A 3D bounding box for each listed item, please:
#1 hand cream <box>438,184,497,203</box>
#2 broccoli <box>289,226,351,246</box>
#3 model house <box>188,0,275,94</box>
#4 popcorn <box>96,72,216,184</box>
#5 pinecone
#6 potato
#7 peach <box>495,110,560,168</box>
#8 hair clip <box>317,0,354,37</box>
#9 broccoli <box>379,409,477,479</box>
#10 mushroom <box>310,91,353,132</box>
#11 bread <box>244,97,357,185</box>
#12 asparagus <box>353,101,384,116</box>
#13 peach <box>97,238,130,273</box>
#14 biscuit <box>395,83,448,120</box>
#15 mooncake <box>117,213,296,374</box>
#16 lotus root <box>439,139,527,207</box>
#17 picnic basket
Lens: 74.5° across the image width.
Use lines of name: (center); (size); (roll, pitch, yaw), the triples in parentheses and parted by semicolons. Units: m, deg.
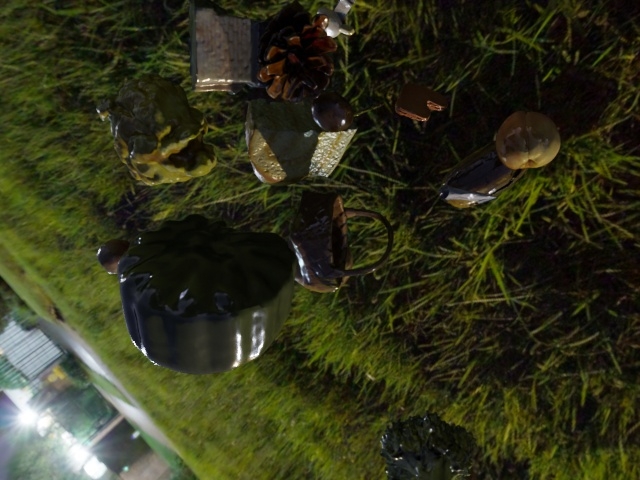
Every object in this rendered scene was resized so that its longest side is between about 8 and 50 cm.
hand cream: (0.195, -0.062, 0.567); (0.030, 0.093, 0.019); (-15, 75, 59)
broccoli: (0.003, 0.007, 2.065); (0.309, 0.321, 0.413); (20, 143, -3)
model house: (-0.249, -0.556, 1.256); (0.298, 0.284, 0.244); (-135, 49, -62)
popcorn: (-0.389, -0.262, 1.021); (0.241, 0.235, 0.250); (-16, 126, 14)
pinecone: (-0.054, -0.449, 1.031); (0.202, 0.229, 0.201); (19, -161, -32)
potato: (-0.002, 0.103, 1.704); (0.237, 0.300, 0.289); (64, 149, 22)
peach: (0.626, -0.306, 1.281); (0.184, 0.184, 0.184); (33, 147, 25)
hair clip: (0.069, -0.851, 1.614); (0.159, 0.071, 0.218); (46, 155, -10)
broccoli: (0.394, 0.783, 1.528); (0.272, 0.324, 0.334); (15, 130, 60)
mushroom: (0.035, -0.361, 1.181); (0.127, 0.087, 0.127); (11, 153, 6)
bread: (-0.084, -0.347, 1.560); (0.239, 0.394, 0.264); (-111, 26, -48)
asparagus: (0.161, -0.543, 1.794); (0.024, 0.248, 0.025); (75, 171, -61)
peach: (-0.474, 0.036, 0.980); (0.083, 0.083, 0.083); (33, 147, 25)
biscuit: (0.378, -0.508, 1.559); (0.186, 0.192, 0.036); (24, 145, 1)
mooncake: (-0.226, 0.085, 0.840); (0.351, 0.351, 0.188); (30, 130, 29)
lotus root: (0.667, -0.275, 1.687); (0.397, 0.179, 0.196); (-34, 104, 23)
picnic basket: (0.086, 0.002, 1.401); (0.337, 0.293, 0.337); (8, 142, 6)
